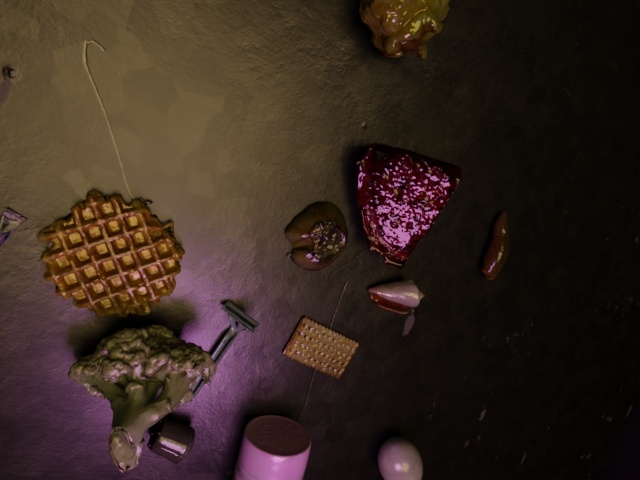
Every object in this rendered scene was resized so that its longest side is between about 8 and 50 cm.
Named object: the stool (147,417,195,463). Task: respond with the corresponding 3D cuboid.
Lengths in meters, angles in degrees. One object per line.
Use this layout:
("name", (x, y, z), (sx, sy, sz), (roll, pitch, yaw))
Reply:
("stool", (-0.400, 0.534, 1.148), (0.110, 0.096, 0.096), (37, 87, -21))

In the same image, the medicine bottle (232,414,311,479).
("medicine bottle", (-0.154, 0.698, 1.238), (0.202, 0.202, 0.316), (10, 99, -26))

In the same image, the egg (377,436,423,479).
("egg", (0.279, 0.779, 1.484), (0.151, 0.151, 0.209), (-31, 117, -14))

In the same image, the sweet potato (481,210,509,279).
("sweet potato", (0.618, 0.022, 1.484), (0.077, 0.077, 0.244), (9, 101, -26))

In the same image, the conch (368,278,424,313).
("conch", (0.241, 0.177, 1.345), (0.176, 0.094, 0.104), (-8, 146, -18))

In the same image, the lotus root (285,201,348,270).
("lotus root", (0.003, -0.003, 1.200), (0.203, 0.078, 0.183), (-47, 116, -5))

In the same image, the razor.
("razor", (-0.281, 0.310, 1.170), (0.111, 0.056, 0.278), (34, 95, 10))

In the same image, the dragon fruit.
("dragon fruit", (0.223, -0.116, 1.267), (0.285, 0.228, 0.330), (20, 117, 4))

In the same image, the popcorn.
("popcorn", (0.217, -0.595, 1.082), (0.256, 0.194, 0.255), (-19, 117, -39))

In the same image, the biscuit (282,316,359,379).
("biscuit", (0.003, 0.334, 1.319), (0.231, 0.016, 0.139), (30, 89, -27))

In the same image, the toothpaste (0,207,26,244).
("toothpaste", (-0.703, 0.010, 0.911), (0.045, 0.028, 0.170), (41, 81, -34))

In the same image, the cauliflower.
("cauliflower", (-0.407, 0.317, 0.983), (0.326, 0.281, 0.261), (-10, 104, -12))

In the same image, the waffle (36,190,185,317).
("waffle", (-0.473, 0.043, 1.005), (0.328, 0.062, 0.330), (-6, 105, -22))
